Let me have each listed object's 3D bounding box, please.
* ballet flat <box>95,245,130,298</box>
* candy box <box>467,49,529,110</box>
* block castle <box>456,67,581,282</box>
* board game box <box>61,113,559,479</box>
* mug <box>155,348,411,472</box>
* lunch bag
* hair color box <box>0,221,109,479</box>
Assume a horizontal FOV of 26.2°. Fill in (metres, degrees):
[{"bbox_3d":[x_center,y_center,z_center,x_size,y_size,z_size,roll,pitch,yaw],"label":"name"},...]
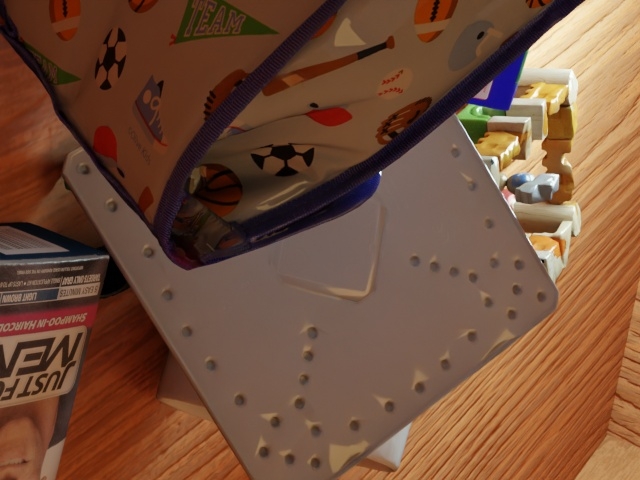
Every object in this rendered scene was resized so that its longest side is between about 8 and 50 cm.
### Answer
[{"bbox_3d":[-0.217,0.036,1.329,0.173,0.049,0.057,-4,112,-63],"label":"ballet flat"},{"bbox_3d":[0.211,-0.362,1.642,0.268,0.122,0.317,101,-1,-53],"label":"candy box"},{"bbox_3d":[0.212,-0.059,1.955,0.453,0.213,0.303,-44,133,-55],"label":"block castle"},{"bbox_3d":[0.000,0.000,1.351,0.390,0.050,0.390,-34,96,-25],"label":"board game box"},{"bbox_3d":[-0.031,0.042,1.485,0.374,0.276,0.328,29,73,-45],"label":"mug"},{"bbox_3d":[-0.041,-0.202,1.051,0.385,0.328,0.239,-42,145,2],"label":"lunch bag"},{"bbox_3d":[-0.305,0.164,1.178,0.174,0.105,0.347,-4,112,-63],"label":"hair color box"}]
